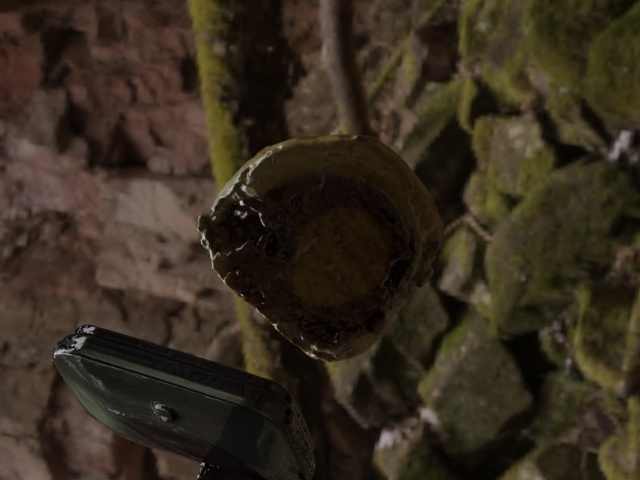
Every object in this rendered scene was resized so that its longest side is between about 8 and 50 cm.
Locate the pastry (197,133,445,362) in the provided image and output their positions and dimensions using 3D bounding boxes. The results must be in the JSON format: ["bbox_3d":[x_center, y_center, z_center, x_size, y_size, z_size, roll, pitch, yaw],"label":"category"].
[{"bbox_3d":[-0.001,-0.010,1.442,0.237,0.256,0.170,-48,15,-4],"label":"pastry"}]

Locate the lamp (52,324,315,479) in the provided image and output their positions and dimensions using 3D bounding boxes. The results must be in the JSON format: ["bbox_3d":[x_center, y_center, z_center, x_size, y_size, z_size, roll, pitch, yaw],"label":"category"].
[{"bbox_3d":[-0.140,0.150,0.507,0.124,0.203,0.283,91,-158,-48],"label":"lamp"}]
